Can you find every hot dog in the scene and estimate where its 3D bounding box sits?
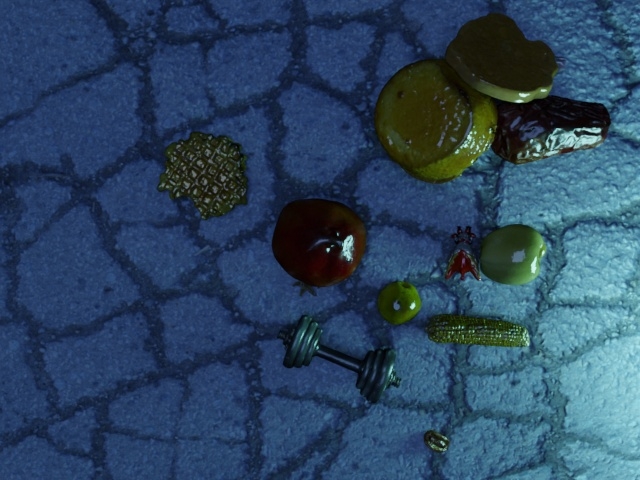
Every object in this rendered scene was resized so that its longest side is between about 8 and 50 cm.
[{"bbox_3d":[0.370,0.641,1.832,0.083,0.035,0.058,27,91,4],"label":"hot dog"}]

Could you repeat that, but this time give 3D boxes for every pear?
[{"bbox_3d":[0.246,0.199,1.796,0.141,0.104,0.141,1,97,7],"label":"pear"}]

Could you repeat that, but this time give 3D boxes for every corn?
[{"bbox_3d":[0.481,0.281,1.778,0.320,0.097,0.097,5,93,4],"label":"corn"}]

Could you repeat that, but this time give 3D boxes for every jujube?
[{"bbox_3d":[0.666,-0.330,1.687,0.342,0.216,0.216,-7,92,-2],"label":"jujube"}]

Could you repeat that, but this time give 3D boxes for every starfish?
[{"bbox_3d":[-0.049,0.145,1.860,0.091,0.028,0.078,2,95,10],"label":"starfish"}]

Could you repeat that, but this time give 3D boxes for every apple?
[{"bbox_3d":[0.571,0.045,1.713,0.200,0.200,0.200,0,92,6],"label":"apple"}]

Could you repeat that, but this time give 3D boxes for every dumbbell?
[{"bbox_3d":[0.057,0.366,1.783,0.406,0.179,0.179,21,94,4],"label":"dumbbell"}]

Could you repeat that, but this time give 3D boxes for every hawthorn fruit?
[{"bbox_3d":[-0.010,0.003,1.716,0.295,0.311,0.295,0,91,19],"label":"hawthorn fruit"}]

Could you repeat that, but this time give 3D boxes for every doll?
[{"bbox_3d":[0.445,0.041,1.793,0.109,0.057,0.169,1,78,21],"label":"doll"}]

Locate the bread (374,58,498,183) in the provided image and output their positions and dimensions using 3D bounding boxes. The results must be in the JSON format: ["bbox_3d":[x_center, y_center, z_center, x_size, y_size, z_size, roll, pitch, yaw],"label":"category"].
[{"bbox_3d":[0.320,-0.359,1.669,0.337,0.204,0.358,-43,66,19],"label":"bread"}]

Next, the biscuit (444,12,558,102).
[{"bbox_3d":[0.523,-0.518,1.644,0.312,0.057,0.351,29,55,4],"label":"biscuit"}]

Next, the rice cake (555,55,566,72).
[{"bbox_3d":[0.612,-0.548,1.748,0.270,0.055,0.049,8,86,2],"label":"rice cake"}]

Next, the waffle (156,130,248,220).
[{"bbox_3d":[-0.374,-0.208,1.865,0.301,0.058,0.281,11,92,7],"label":"waffle"}]
